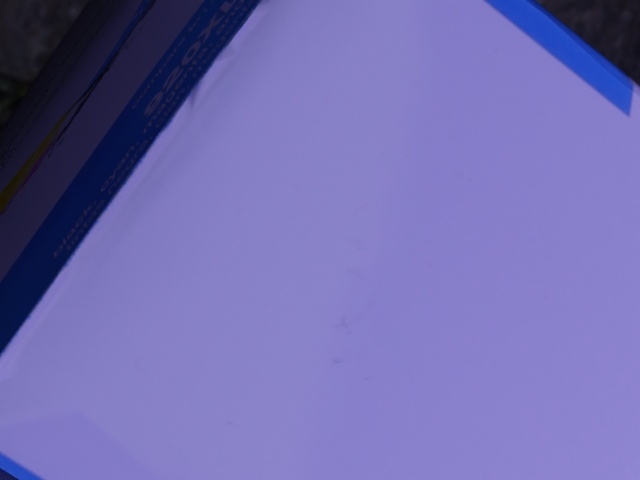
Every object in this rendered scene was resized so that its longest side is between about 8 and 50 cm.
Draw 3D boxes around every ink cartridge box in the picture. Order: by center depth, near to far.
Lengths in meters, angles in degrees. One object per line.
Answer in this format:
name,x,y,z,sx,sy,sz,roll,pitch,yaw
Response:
ink cartridge box,0.000,0.000,0.541,0.171,0.232,0.168,35,93,-18

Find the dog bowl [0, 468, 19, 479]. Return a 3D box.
dog bowl,-0.121,0.218,0.496,0.102,0.349,0.349,25,99,-5
